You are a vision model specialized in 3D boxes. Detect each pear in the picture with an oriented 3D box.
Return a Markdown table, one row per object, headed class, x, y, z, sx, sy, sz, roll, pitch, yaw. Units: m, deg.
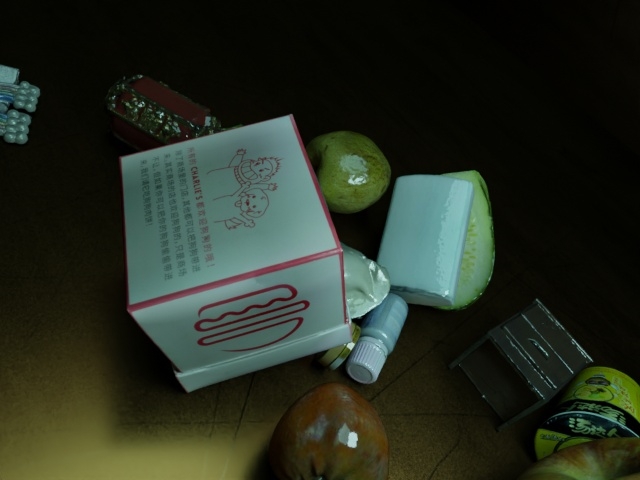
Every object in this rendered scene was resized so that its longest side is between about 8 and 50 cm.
| class | x | y | z | sx | sy | sz | roll | pitch | yaw |
| --- | --- | --- | --- | --- | --- | --- | --- | --- | --- |
| pear | 0.068 | -0.175 | 1.250 | 0.211 | 0.188 | 0.229 | -2 | 50 | -24 |

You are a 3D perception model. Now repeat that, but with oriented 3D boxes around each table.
| class | x | y | z | sx | sy | sz | roll | pitch | yaw |
| --- | --- | --- | --- | --- | --- | --- | --- | --- | --- |
| table | 0.423 | 0.260 | 1.043 | 0.193 | 0.173 | 0.169 | -17 | 60 | -37 |

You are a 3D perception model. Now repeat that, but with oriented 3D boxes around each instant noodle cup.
| class | x | y | z | sx | sy | sz | roll | pitch | yaw |
| --- | --- | --- | --- | --- | --- | --- | --- | --- | --- |
| instant noodle cup | 0.573 | 0.383 | 1.003 | 0.215 | 0.216 | 0.236 | 44 | 38 | 15 |

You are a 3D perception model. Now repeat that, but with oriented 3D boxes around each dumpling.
| class | x | y | z | sx | sy | sz | roll | pitch | yaw |
| --- | --- | --- | --- | --- | --- | --- | --- | --- | --- |
| dumpling | 0.023 | 0.087 | 1.042 | 0.246 | 0.142 | 0.173 | 12 | 71 | 10 |

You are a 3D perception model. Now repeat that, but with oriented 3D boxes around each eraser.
| class | x | y | z | sx | sy | sz | roll | pitch | yaw |
| --- | --- | --- | --- | --- | --- | --- | --- | --- | --- |
| eraser | 0.234 | -0.003 | 1.124 | 0.189 | 0.104 | 0.290 | 6 | 69 | 30 |

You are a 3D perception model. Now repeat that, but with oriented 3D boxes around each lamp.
| class | x | y | z | sx | sy | sz | roll | pitch | yaw |
| --- | --- | --- | --- | --- | --- | --- | --- | --- | --- |
| lamp | -0.362 | -0.266 | 1.142 | 0.273 | 0.177 | 0.177 | 29 | 44 | 1 |

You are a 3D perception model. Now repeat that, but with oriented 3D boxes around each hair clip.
| class | x | y | z | sx | sy | sz | roll | pitch | yaw |
| --- | --- | --- | --- | --- | --- | --- | --- | --- | --- |
| hair clip | -0.712 | -0.304 | 1.092 | 0.140 | 0.054 | 0.220 | 11 | 50 | -26 |

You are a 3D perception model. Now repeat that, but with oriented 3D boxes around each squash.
| class | x | y | z | sx | sy | sz | roll | pitch | yaw |
| --- | --- | --- | --- | --- | --- | --- | --- | --- | --- |
| squash | 0.299 | 0.007 | 1.189 | 0.233 | 0.210 | 0.309 | -4 | 38 | 17 |

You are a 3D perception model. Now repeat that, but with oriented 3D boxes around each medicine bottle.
| class | x | y | z | sx | sy | sz | roll | pitch | yaw |
| --- | --- | --- | --- | --- | --- | --- | --- | --- | --- |
| medicine bottle | 0.117 | 0.197 | 1.013 | 0.083 | 0.084 | 0.203 | 33 | 43 | 4 |

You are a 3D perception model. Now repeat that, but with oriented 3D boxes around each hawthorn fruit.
| class | x | y | z | sx | sy | sz | roll | pitch | yaw |
| --- | --- | --- | --- | --- | --- | --- | --- | --- | --- |
| hawthorn fruit | 0.022 | 0.319 | 0.801 | 0.199 | 0.200 | 0.251 | 28 | 20 | 0 |

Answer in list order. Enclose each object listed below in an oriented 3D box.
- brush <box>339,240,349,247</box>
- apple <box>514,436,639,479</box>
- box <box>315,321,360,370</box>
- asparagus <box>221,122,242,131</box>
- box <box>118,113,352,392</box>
| class | x | y | z | sx | sy | sz | roll | pitch | yaw |
| --- | --- | --- | --- | --- | --- | --- | --- | --- | --- |
| brush | 0.000 | 0.000 | 1.178 | 0.193 | 0.032 | 0.043 | 31 | 48 | 20 |
| apple | 0.473 | 0.487 | 0.713 | 0.399 | 0.400 | 0.334 | -12 | 79 | -34 |
| box | 0.034 | 0.200 | 0.953 | 0.037 | 0.105 | 0.106 | 38 | 44 | -5 |
| asparagus | -0.260 | -0.301 | 1.328 | 0.114 | 0.014 | 0.015 | -25 | 63 | -40 |
| box | -0.136 | 0.023 | 0.829 | 0.311 | 0.300 | 0.315 | -16 | 55 | -5 |
